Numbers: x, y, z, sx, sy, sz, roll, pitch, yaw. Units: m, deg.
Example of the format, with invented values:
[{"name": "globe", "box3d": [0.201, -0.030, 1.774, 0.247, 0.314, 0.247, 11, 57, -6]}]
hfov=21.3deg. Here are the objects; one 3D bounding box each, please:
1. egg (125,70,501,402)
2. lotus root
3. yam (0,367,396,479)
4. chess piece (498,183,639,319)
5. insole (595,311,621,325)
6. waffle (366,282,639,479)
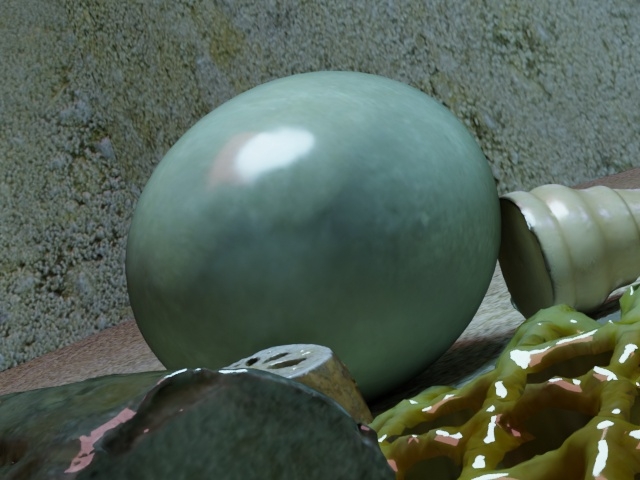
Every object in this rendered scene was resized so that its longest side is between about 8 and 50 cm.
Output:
[{"name": "egg", "box3d": [0.000, 0.000, 1.299, 0.258, 0.259, 0.352, -17, 8, 39]}, {"name": "lotus root", "box3d": [-0.027, 0.119, 1.094, 0.122, 0.081, 0.112, -20, 10, -30]}, {"name": "yam", "box3d": [-0.075, 0.092, 0.438, 0.194, 0.107, 0.107, -17, 3, 45]}, {"name": "chess piece", "box3d": [0.342, -0.039, 1.393, 0.397, 0.117, 0.117, -18, 2, -12]}, {"name": "insole", "box3d": [0.178, 0.076, 1.175, 0.063, 0.010, 0.192, -18, 3, 38]}, {"name": "waffle", "box3d": [0.052, 0.098, 0.509, 0.317, 0.073, 0.297, -35, 9, -24]}]
